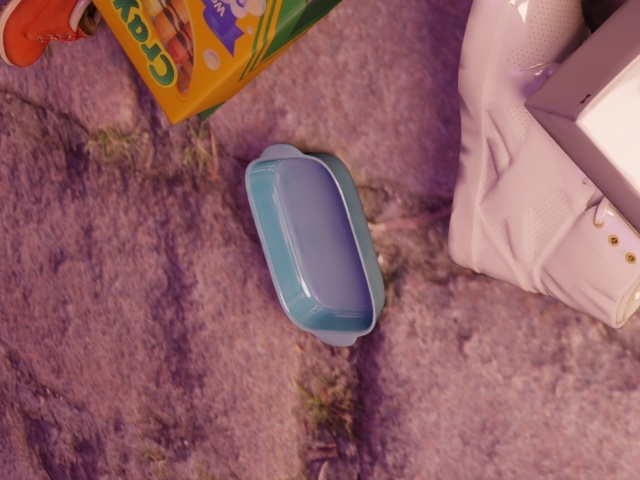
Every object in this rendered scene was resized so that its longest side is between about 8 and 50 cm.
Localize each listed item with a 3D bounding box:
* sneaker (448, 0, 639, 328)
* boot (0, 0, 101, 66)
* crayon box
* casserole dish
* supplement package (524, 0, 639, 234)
[{"bbox_3d":[0.182,-0.071,0.903,0.169,0.108,0.292,26,139,28],"label":"sneaker"},{"bbox_3d":[-0.252,-0.204,1.259,0.084,0.059,0.158,45,135,7],"label":"boot"},{"bbox_3d":[-0.093,-0.234,1.072,0.323,0.083,0.203,-34,88,48],"label":"crayon box"},{"bbox_3d":[0.000,0.000,1.157,0.114,0.037,0.188,0,112,43],"label":"casserole dish"},{"bbox_3d":[0.227,-0.049,0.802,0.179,0.105,0.105,45,-178,-14],"label":"supplement package"}]
